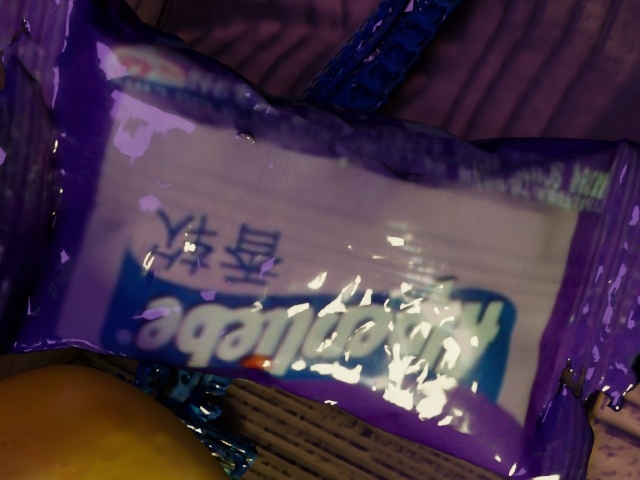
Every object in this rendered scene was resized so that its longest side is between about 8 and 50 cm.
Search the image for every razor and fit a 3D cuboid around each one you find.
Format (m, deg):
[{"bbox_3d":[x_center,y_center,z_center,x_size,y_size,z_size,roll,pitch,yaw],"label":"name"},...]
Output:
[{"bbox_3d":[0.004,-0.047,0.563,0.324,0.093,0.056,-57,32,7],"label":"razor"}]

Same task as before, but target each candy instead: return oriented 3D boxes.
[{"bbox_3d":[0.000,0.000,0.499,0.275,0.070,0.145,15,97,-13],"label":"candy"}]

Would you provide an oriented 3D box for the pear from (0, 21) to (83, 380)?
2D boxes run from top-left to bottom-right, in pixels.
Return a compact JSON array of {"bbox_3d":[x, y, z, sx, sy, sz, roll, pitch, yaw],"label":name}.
[{"bbox_3d":[-0.186,-0.025,0.566,0.228,0.188,0.211,3,76,30],"label":"pear"}]

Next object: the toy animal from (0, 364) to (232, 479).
[{"bbox_3d":[-0.150,0.179,0.412,0.345,0.247,0.278,31,112,-3],"label":"toy animal"}]
